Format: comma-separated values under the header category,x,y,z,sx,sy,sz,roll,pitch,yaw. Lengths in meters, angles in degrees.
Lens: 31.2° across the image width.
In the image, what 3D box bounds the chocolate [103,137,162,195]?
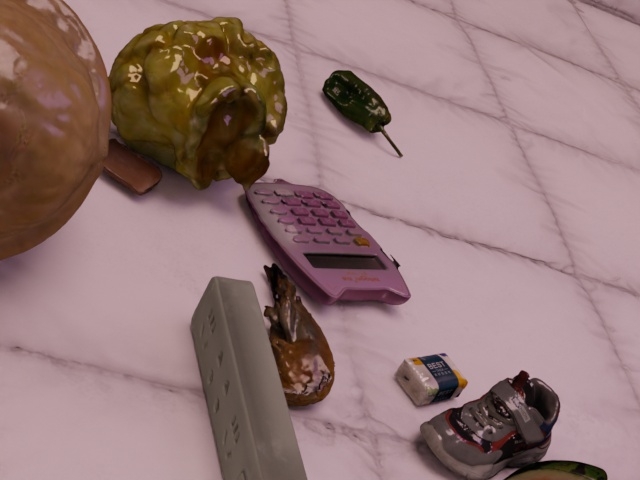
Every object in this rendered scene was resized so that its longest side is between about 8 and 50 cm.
category,x,y,z,sx,sy,sz,roll,pitch,yaw
chocolate,-0.276,-0.098,1.619,0.100,0.031,0.064,32,38,4

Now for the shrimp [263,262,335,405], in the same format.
category,x,y,z,sx,sy,sz,roll,pitch,yaw
shrimp,-0.054,0.102,1.478,0.117,0.066,0.262,8,35,-31

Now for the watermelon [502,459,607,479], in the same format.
category,x,y,z,sx,sy,sz,roll,pitch,yaw
watermelon,0.303,0.321,1.435,0.125,0.135,0.094,15,70,-28

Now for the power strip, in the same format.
category,x,y,z,sx,sy,sz,roll,pitch,yaw
power strip,-0.082,0.196,1.295,0.062,0.091,0.385,11,36,-25

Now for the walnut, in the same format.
category,x,y,z,sx,sy,sz,roll,pitch,yaw
walnut,-0.420,-0.152,1.308,0.381,0.381,0.381,21,32,-14

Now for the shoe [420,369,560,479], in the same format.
category,x,y,z,sx,sy,sz,roll,pitch,yaw
shoe,0.237,0.230,1.472,0.227,0.125,0.099,-1,45,-42

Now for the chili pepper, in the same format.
category,x,y,z,sx,sy,sz,roll,pitch,yaw
chili pepper,0.080,-0.241,2.069,0.204,0.072,0.073,44,22,29

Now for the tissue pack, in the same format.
category,x,y,z,sx,sy,sz,roll,pitch,yaw
tissue pack,0.149,0.186,1.542,0.083,0.042,0.062,-4,47,-42

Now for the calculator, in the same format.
category,x,y,z,sx,sy,sz,roll,pitch,yaw
calculator,0.000,0.001,1.695,0.194,0.043,0.294,1,37,-36

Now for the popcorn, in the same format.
category,x,y,z,sx,sy,sz,roll,pitch,yaw
popcorn,-0.173,-0.198,1.665,0.270,0.224,0.258,42,35,-6
